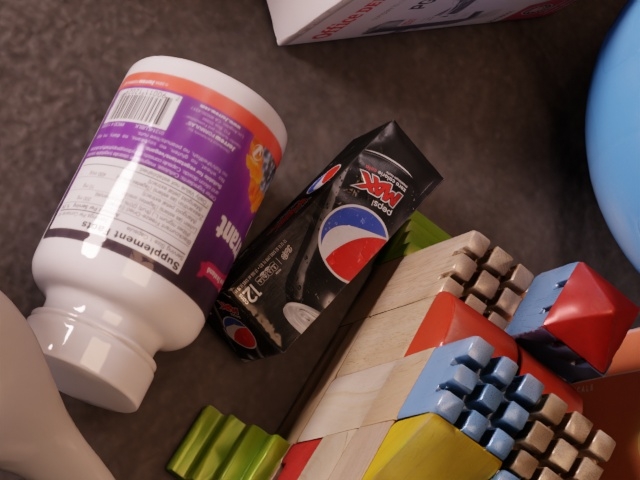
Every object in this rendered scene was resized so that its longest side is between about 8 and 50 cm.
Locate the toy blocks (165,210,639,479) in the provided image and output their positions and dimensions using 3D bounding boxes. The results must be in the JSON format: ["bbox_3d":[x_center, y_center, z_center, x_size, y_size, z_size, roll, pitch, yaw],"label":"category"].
[{"bbox_3d":[0.053,0.135,1.027,0.191,0.261,0.381,37,67,-13],"label":"toy blocks"}]

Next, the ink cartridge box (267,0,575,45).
[{"bbox_3d":[0.087,-0.195,1.163,0.218,0.158,0.092,-7,83,-25],"label":"ink cartridge box"}]

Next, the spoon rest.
[{"bbox_3d":[-0.184,0.111,1.001,0.137,0.084,0.276,-32,118,14],"label":"spoon rest"}]

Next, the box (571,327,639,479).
[{"bbox_3d":[0.241,0.235,1.115,0.168,0.215,0.345,11,75,-21],"label":"box"}]

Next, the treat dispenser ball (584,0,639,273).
[{"bbox_3d":[0.316,-0.072,1.168,0.288,0.288,0.288,5,78,-23],"label":"treat dispenser ball"}]

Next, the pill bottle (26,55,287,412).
[{"bbox_3d":[-0.103,-0.002,1.069,0.108,0.108,0.193,30,70,-16],"label":"pill bottle"}]

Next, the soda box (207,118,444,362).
[{"bbox_3d":[0.000,0.000,1.137,0.053,0.060,0.169,49,63,-11],"label":"soda box"}]
